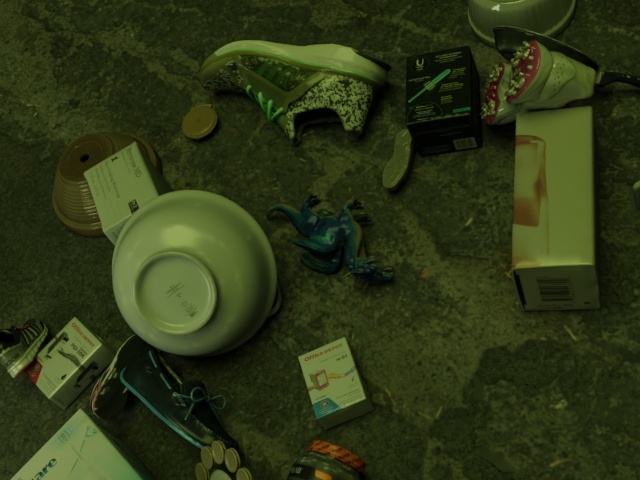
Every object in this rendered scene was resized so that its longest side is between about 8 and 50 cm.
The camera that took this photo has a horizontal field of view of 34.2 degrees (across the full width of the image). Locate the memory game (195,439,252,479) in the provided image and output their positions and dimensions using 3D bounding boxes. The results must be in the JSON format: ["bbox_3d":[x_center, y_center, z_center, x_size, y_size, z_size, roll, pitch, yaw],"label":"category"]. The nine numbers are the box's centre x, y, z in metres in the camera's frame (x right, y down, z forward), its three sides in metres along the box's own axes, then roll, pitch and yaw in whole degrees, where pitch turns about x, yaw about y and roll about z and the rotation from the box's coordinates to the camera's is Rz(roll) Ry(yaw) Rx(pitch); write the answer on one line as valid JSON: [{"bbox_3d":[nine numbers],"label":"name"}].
[{"bbox_3d":[-0.144,0.399,1.601,0.012,0.186,0.186,-7,43,-36],"label":"memory game"}]

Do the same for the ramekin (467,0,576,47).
[{"bbox_3d":[0.373,-0.471,1.960,0.207,0.109,0.207,-10,57,15],"label":"ramekin"}]

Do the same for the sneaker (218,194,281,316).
[{"bbox_3d":[-0.152,0.022,1.827,0.086,0.163,0.226,-30,55,0],"label":"sneaker"}]

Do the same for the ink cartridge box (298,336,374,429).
[{"bbox_3d":[0.024,0.231,1.693,0.088,0.052,0.122,-24,53,6],"label":"ink cartridge box"}]

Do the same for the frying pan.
[{"bbox_3d":[0.448,-0.301,1.835,0.053,0.326,0.197,-67,14,2],"label":"frying pan"}]

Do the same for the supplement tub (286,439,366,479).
[{"bbox_3d":[-0.009,0.405,1.557,0.117,0.117,0.190,12,65,27],"label":"supplement tub"}]

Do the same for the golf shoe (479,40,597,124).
[{"bbox_3d":[0.361,-0.248,1.758,0.140,0.306,0.115,11,88,-7],"label":"golf shoe"}]

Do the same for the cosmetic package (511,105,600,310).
[{"bbox_3d":[0.380,-0.050,1.669,0.129,0.153,0.296,-3,57,19],"label":"cosmetic package"}]

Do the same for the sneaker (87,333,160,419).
[{"bbox_3d":[-0.357,0.236,1.832,0.077,0.072,0.178,-19,29,52],"label":"sneaker"}]

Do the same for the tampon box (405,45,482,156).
[{"bbox_3d":[0.224,-0.252,1.886,0.120,0.101,0.161,-7,57,18],"label":"tampon box"}]

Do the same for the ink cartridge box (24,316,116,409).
[{"bbox_3d":[-0.455,0.221,1.885,0.135,0.056,0.099,-47,54,-10],"label":"ink cartridge box"}]

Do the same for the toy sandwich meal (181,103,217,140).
[{"bbox_3d":[-0.243,-0.238,2.108,0.085,0.029,0.086,-8,62,15],"label":"toy sandwich meal"}]

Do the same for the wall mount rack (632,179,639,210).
[{"bbox_3d":[0.636,-0.003,1.550,0.304,0.130,0.350,-8,58,17],"label":"wall mount rack"}]

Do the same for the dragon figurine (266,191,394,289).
[{"bbox_3d":[0.000,0.000,1.826,0.289,0.085,0.144,10,63,25],"label":"dragon figurine"}]

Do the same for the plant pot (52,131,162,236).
[{"bbox_3d":[-0.445,-0.135,2.073,0.237,0.110,0.237,-11,56,16],"label":"plant pot"}]

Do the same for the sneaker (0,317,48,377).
[{"bbox_3d":[-0.554,0.180,1.904,0.063,0.075,0.170,-37,19,16],"label":"sneaker"}]

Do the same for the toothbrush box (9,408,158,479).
[{"bbox_3d":[-0.354,0.451,1.660,0.216,0.126,0.295,-45,53,-8],"label":"toothbrush box"}]

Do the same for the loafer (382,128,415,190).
[{"bbox_3d":[0.148,-0.141,1.887,0.045,0.039,0.125,4,64,32],"label":"loafer"}]

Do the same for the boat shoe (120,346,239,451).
[{"bbox_3d":[-0.228,0.263,1.720,0.258,0.109,0.089,35,83,22],"label":"boat shoe"}]

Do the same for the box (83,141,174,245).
[{"bbox_3d":[-0.326,-0.049,1.917,0.119,0.182,0.181,-31,47,1],"label":"box"}]

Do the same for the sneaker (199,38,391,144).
[{"bbox_3d":[-0.072,-0.280,2.009,0.410,0.158,0.182,5,79,30],"label":"sneaker"}]

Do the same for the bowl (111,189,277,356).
[{"bbox_3d":[-0.228,0.072,1.739,0.297,0.134,0.298,2,103,8],"label":"bowl"}]
